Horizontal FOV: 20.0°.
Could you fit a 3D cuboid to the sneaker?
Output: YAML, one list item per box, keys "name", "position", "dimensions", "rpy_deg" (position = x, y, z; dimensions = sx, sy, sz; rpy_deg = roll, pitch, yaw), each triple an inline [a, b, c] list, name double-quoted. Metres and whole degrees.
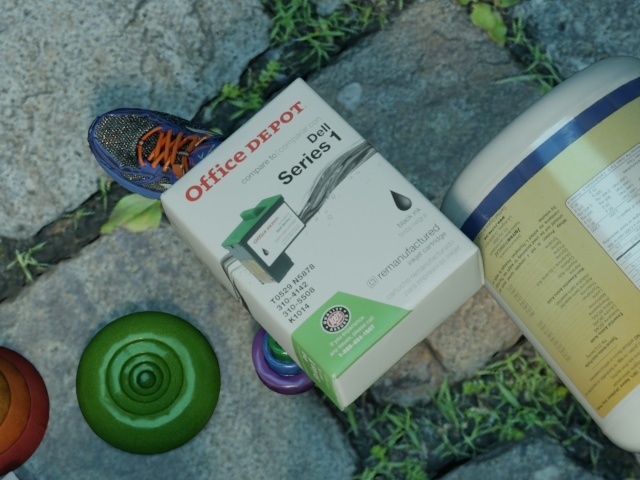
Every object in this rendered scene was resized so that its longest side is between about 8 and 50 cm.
- name: "sneaker"
  position: [-0.101, -0.069, 1.596]
  dimensions: [0.221, 0.087, 0.083]
  rpy_deg: [18, 75, 6]

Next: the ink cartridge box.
- name: "ink cartridge box"
  position: [0.000, 0.000, 1.466]
  dimensions: [0.160, 0.092, 0.219]
  rpy_deg: [-42, 69, -10]

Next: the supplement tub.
- name: "supplement tub"
  position: [0.273, 0.031, 1.485]
  dimensions: [0.228, 0.228, 0.316]
  rpy_deg: [-37, 77, -8]

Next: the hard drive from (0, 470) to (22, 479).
- name: "hard drive"
  position: [-0.301, 0.372, 1.503]
  dimensions: [0.307, 0.040, 0.203]
  rpy_deg: [-44, 78, -10]

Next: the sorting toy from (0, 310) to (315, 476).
- name: "sorting toy"
  position: [-0.177, 0.113, 1.529]
  dimensions: [0.366, 0.126, 0.127]
  rpy_deg: [-10, 74, 0]
